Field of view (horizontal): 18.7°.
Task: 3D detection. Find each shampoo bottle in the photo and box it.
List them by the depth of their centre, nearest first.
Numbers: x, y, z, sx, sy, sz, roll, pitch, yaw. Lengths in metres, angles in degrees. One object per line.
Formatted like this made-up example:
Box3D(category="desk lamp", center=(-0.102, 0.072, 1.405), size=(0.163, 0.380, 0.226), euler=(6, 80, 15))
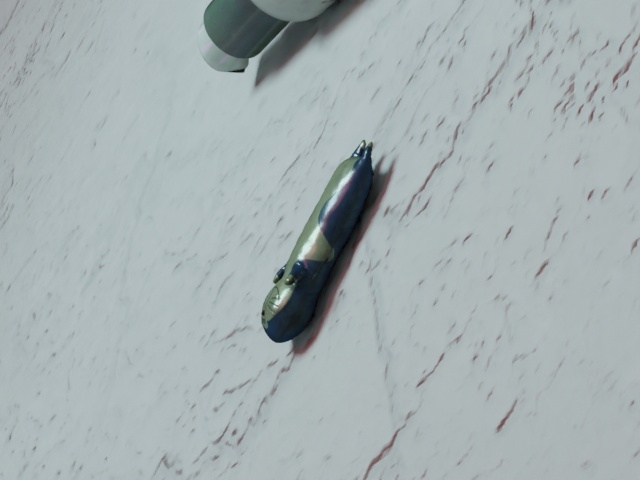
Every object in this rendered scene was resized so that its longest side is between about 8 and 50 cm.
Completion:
Box3D(category="shampoo bottle", center=(-0.025, -0.175, 1.276), size=(0.192, 0.074, 0.074), euler=(-38, 33, 47))

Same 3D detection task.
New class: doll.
Box3D(category="doll", center=(0.000, 0.000, 1.094), size=(0.125, 0.027, 0.037), euler=(-65, 15, -2))
